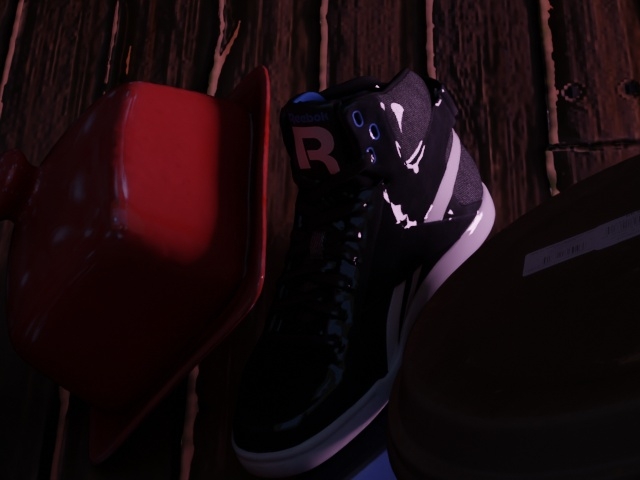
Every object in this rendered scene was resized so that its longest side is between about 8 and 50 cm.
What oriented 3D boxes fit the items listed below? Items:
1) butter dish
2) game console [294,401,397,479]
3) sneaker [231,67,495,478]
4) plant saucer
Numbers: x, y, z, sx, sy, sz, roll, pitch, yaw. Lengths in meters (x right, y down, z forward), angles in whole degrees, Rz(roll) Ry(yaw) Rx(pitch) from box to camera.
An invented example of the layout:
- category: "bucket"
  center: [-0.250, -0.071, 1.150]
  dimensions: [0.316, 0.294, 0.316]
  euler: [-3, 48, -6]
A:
- category: "butter dish"
  center: [-0.102, -0.006, 0.908]
  dimensions: [0.118, 0.160, 0.160]
  euler: [25, 41, -23]
- category: "game console"
  center: [0.122, 0.083, 0.798]
  dimensions: [0.293, 0.173, 0.250]
  euler: [-37, 53, -26]
- category: "sneaker"
  center: [0.000, 0.000, 0.919]
  dimensions: [0.079, 0.121, 0.217]
  euler: [-4, 36, 36]
- category: "plant saucer"
  center: [0.147, 0.022, 0.821]
  dimensions: [0.278, 0.041, 0.278]
  euler: [-25, 19, 10]
